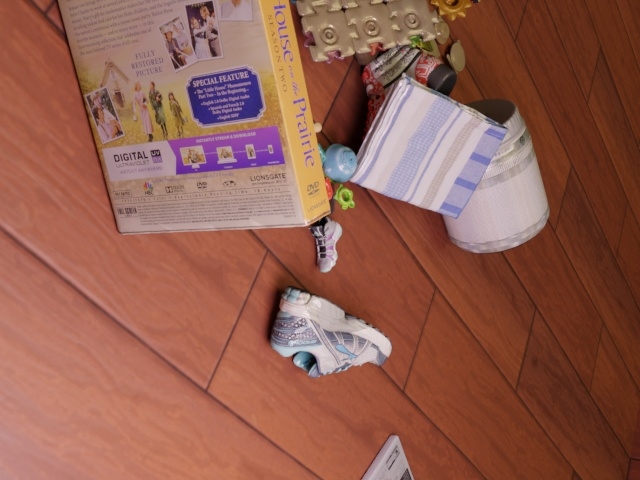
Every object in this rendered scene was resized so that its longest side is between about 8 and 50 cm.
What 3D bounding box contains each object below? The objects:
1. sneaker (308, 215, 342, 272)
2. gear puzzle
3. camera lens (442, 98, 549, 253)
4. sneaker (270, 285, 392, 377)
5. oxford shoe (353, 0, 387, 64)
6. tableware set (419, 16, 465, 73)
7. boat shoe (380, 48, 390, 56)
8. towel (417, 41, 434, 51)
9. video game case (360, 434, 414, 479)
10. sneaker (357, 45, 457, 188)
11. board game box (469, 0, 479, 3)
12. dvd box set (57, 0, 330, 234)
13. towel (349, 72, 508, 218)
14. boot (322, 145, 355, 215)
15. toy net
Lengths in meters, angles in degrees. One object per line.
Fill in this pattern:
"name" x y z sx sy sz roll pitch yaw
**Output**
"sneaker" 0.000 0.000 1.385 0.069 0.038 0.098 41 48 -43
"gear puzzle" 0.109 -0.408 1.399 0.339 0.044 0.175 -15 87 -21
"camera lens" 0.343 -0.127 1.691 0.219 0.219 0.274 -49 126 -42
"sneaker" 0.011 0.172 1.362 0.283 0.110 0.122 33 81 -45
"oxford shoe" 0.091 -0.415 1.499 0.096 0.083 0.227 79 26 -56
"tableware set" 0.264 -0.401 1.760 0.141 0.020 0.168 58 48 -32
"boat shoe" 0.153 -0.310 1.580 0.059 0.063 0.170 -31 104 -47
"towel" 0.181 -0.409 1.547 0.102 0.021 0.237 60 16 -3
"video game case" 0.122 0.498 1.545 0.190 0.022 0.173 -46 124 -45
"sneaker" 0.117 -0.236 1.503 0.270 0.145 0.090 -53 156 8
"board game box" 0.348 -0.643 1.856 0.170 0.048 0.141 -59 134 -36
"dvd box set" -0.165 -0.217 0.945 0.062 0.308 0.420 -30 112 -53
"towel" 0.199 -0.159 1.469 0.285 0.034 0.209 17 108 -36
"boot" 0.033 -0.107 1.435 0.114 0.037 0.106 -27 112 -55
"toy net" -0.029 -0.139 1.319 0.232 0.045 0.122 28 66 -34
